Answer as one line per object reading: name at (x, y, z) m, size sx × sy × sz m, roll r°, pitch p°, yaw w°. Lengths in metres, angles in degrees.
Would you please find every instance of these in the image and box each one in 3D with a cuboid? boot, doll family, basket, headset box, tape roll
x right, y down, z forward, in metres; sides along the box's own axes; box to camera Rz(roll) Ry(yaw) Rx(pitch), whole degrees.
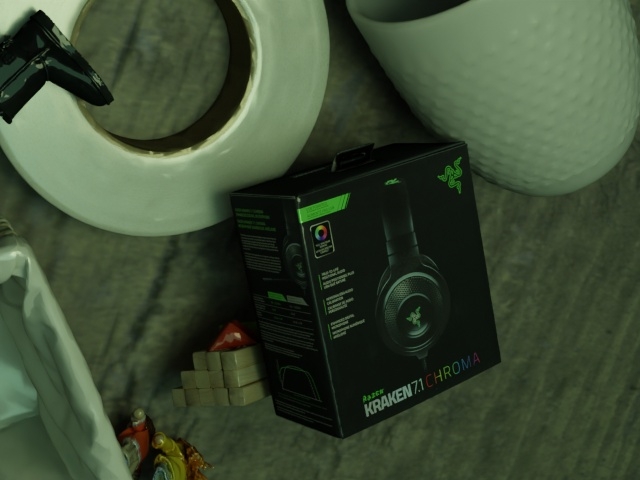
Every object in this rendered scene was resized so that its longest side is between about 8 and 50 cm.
boot at (-0.276, -0.153, 1.017) m, size 0.099 × 0.045 × 0.121 m, roll -44°, pitch 113°, yaw -10°
doll family at (-0.198, 0.327, 1.243) m, size 0.118 × 0.163 × 0.262 m, roll 13°, pitch 103°, yaw 3°
basket at (-0.401, 0.163, 1.013) m, size 0.328 × 0.266 × 0.331 m, roll -24°, pitch 117°, yaw -18°
headset box at (0.054, 0.034, 1.153) m, size 0.246 × 0.131 × 0.283 m, roll -18°, pitch 104°, yaw -34°
tape roll at (-0.176, -0.198, 1.120) m, size 0.392 × 0.072 × 0.392 m, roll -8°, pitch 110°, yaw -24°

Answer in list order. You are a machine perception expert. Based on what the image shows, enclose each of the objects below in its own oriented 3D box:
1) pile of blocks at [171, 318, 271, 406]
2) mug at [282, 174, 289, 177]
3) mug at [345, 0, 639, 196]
pile of blocks at (-0.016, 0.115, 1.287) m, size 0.362 × 0.149 × 0.112 m, roll -8°, pitch 91°, yaw -34°
mug at (-0.004, -0.008, 1.256) m, size 0.158 × 0.097 × 0.129 m, roll -7°, pitch 110°, yaw -25°
mug at (0.243, -0.254, 1.226) m, size 0.328 × 0.276 × 0.374 m, roll 51°, pitch 50°, yaw -36°
